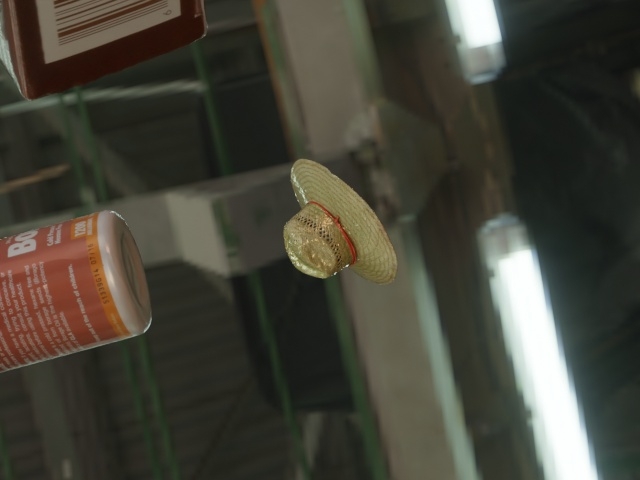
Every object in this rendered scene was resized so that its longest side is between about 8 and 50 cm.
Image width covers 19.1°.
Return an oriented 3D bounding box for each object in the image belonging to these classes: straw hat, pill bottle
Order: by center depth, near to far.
[{"bbox_3d":[0.000,0.000,1.768,0.061,0.144,0.144,-38,-64,-23],"label":"straw hat"},{"bbox_3d":[-0.275,0.055,1.768,0.121,0.216,0.121,-15,-90,-85],"label":"pill bottle"}]

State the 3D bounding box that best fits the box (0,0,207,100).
[{"bbox_3d":[-0.216,-0.290,1.257,0.143,0.381,0.191,-23,-37,-20],"label":"box"}]
